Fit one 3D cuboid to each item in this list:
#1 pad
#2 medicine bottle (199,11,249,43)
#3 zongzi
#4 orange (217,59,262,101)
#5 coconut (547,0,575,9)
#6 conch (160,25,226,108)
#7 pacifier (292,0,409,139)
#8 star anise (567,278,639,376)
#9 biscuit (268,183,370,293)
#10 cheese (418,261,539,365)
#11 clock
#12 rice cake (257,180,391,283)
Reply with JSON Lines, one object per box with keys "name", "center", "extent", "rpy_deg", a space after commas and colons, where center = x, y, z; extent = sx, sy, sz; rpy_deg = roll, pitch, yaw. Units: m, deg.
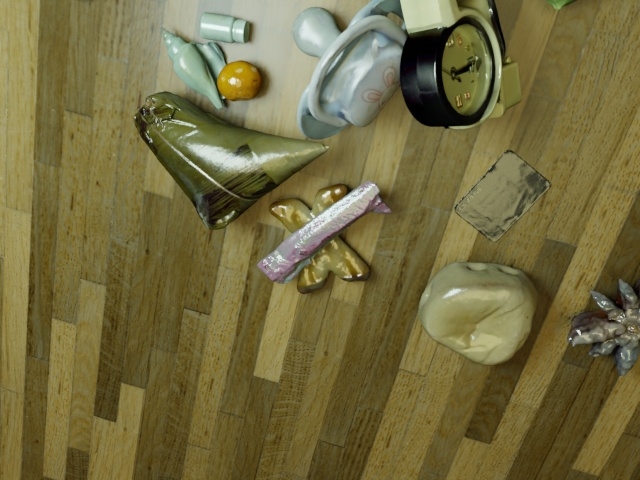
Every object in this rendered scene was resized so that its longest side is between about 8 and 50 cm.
{"name": "pad", "center": [0.347, -0.083, 1.049], "extent": [0.112, 0.003, 0.157], "rpy_deg": [37, 111, -5]}
{"name": "medicine bottle", "center": [-0.175, -0.386, 0.997], "extent": [0.083, 0.047, 0.047], "rpy_deg": [11, 111, 4]}
{"name": "zongzi", "center": [-0.169, -0.198, 0.997], "extent": [0.300, 0.145, 0.274], "rpy_deg": [-30, 102, 30]}
{"name": "orange", "center": [-0.148, -0.294, 1.007], "extent": [0.083, 0.083, 0.070], "rpy_deg": [-9, 92, 12]}
{"name": "coconut", "center": [0.392, -0.421, 0.877], "extent": [0.088, 0.088, 0.096], "rpy_deg": [11, 104, 5]}
{"name": "conch", "center": [-0.233, -0.331, 1.026], "extent": [0.180, 0.088, 0.065], "rpy_deg": [49, 153, -17]}
{"name": "pacifier", "center": [0.030, -0.314, 0.926], "extent": [0.226, 0.238, 0.287], "rpy_deg": [46, 117, 23]}
{"name": "star anise", "center": [0.594, 0.161, 1.049], "extent": [0.236, 0.093, 0.229], "rpy_deg": [-5, 108, 9]}
{"name": "biscuit", "center": [0.001, 0.000, 1.108], "extent": [0.164, 0.047, 0.208], "rpy_deg": [-14, 106, 10]}
{"name": "cheese", "center": [0.314, 0.147, 1.077], "extent": [0.235, 0.117, 0.218], "rpy_deg": [-19, 107, 18]}
{"name": "clock", "center": [0.211, -0.367, 0.846], "extent": [0.120, 0.276, 0.379], "rpy_deg": [14, 122, 46]}
{"name": "rice cake", "center": [0.005, -0.009, 1.053], "extent": [0.290, 0.051, 0.081], "rpy_deg": [-35, 100, 16]}
